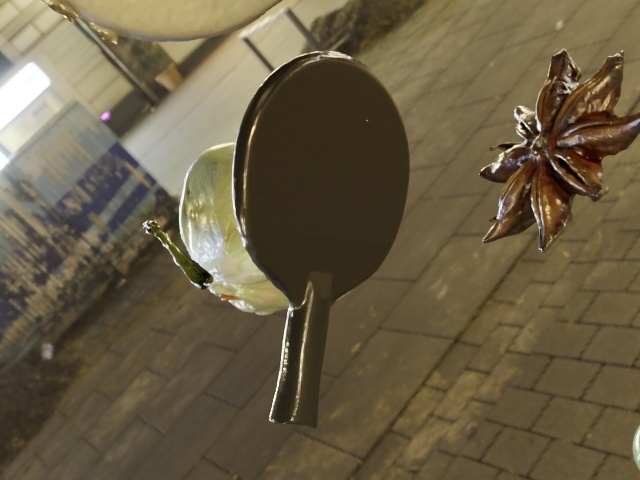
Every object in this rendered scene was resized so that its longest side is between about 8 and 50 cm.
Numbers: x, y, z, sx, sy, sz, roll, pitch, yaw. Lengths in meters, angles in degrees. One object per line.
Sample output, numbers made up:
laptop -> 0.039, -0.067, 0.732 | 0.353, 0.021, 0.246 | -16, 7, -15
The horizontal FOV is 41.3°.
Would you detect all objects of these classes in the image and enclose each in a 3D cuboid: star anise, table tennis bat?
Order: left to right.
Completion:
table tennis bat -> 0.000, 0.000, 0.533 | 0.027, 0.150, 0.236 | 8, 90, 45
star anise -> 0.291, -0.094, 0.994 | 0.272, 0.102, 0.272 | -47, 31, 40

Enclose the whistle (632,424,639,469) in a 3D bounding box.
whistle -> 0.558, 0.281, 1.237 | 0.141, 0.141, 0.294 | -57, -9, -35

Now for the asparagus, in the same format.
asparagus -> -0.192, 0.011, 1.105 | 0.022, 0.023, 0.233 | -15, 27, -25

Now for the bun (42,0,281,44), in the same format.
bun -> -0.122, -0.296, 0.660 | 0.263, 0.263, 0.175 | -39, 27, 10

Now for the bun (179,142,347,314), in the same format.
bun -> -0.094, 0.009, 1.195 | 0.187, 0.293, 0.293 | -48, 20, -18
